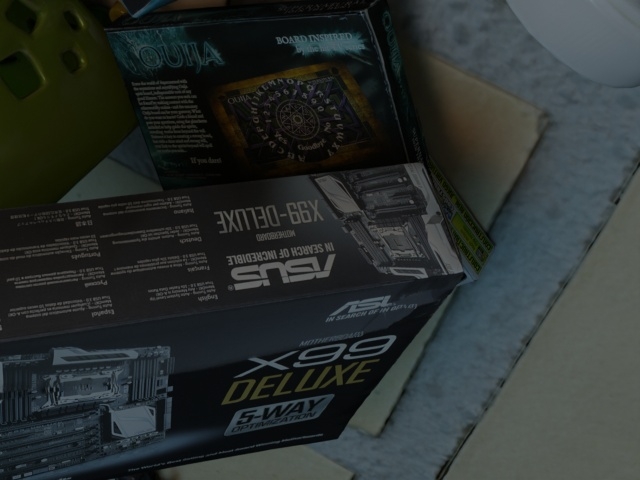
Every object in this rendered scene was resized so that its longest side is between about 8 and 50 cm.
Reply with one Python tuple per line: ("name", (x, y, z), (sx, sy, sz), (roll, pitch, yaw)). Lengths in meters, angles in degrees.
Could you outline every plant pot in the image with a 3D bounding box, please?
("plant pot", (-0.281, -0.100, 0.808), (0.227, 0.228, 0.207), (-3, 123, 40))

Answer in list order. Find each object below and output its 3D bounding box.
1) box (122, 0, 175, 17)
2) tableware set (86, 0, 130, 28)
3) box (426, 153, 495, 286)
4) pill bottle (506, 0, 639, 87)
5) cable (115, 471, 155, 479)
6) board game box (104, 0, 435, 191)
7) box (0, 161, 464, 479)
("box", (-0.111, -0.246, 0.664), (0.100, 0.060, 0.244), (-25, 97, 42))
("tableware set", (-0.167, -0.185, 0.821), (0.154, 0.024, 0.104), (43, 144, -12))
("box", (0.000, 0.000, 0.872), (0.207, 0.036, 0.114), (-21, 114, 41))
("pill bottle", (0.203, -0.182, 0.497), (0.169, 0.169, 0.301), (44, 136, -11))
("cable", (-0.217, 0.225, 1.192), (0.150, 0.047, 0.184), (34, 137, 0))
("board game box", (-0.032, -0.079, 0.782), (0.186, 0.026, 0.126), (2, 124, 32))
("box", (-0.103, 0.062, 0.746), (0.242, 0.307, 0.077), (121, 137, -56))
